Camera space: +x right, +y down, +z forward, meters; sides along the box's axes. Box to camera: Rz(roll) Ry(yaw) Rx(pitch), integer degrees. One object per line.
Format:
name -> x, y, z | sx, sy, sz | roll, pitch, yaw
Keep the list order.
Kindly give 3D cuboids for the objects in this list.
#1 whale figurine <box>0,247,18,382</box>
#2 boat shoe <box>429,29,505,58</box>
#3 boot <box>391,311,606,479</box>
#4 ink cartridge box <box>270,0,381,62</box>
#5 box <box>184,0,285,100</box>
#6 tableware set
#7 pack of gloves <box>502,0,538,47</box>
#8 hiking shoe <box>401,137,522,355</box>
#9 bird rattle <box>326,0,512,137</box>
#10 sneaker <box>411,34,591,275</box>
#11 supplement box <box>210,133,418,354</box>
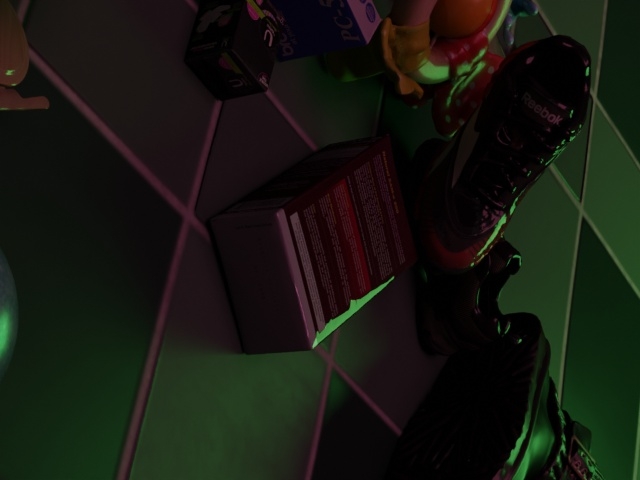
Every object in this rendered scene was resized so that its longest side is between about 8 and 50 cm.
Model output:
whale figurine -> -0.281, 0.005, 1.090 | 0.272, 0.141, 0.216 | 63, 34, -28
boat shoe -> 0.140, -0.238, 1.964 | 0.081, 0.068, 0.228 | -83, 150, -53
boot -> 0.205, 0.263, 1.890 | 0.348, 0.131, 0.260 | -53, 128, -52
ink cartridge box -> -0.032, -0.264, 1.642 | 0.207, 0.097, 0.046 | 63, 34, -31
box -> -0.074, -0.175, 1.592 | 0.062, 0.052, 0.083 | 48, 44, -42
tableware set -> -0.269, -0.141, 1.258 | 0.194, 0.039, 0.128 | -9, 79, -66
pack of gloves -> 0.240, -0.231, 2.097 | 0.232, 0.046, 0.195 | -70, 145, -69
hiking shoe -> 0.155, 0.002, 1.885 | 0.086, 0.114, 0.227 | -7, 89, -61
bird rattle -> 0.128, -0.206, 1.799 | 0.253, 0.143, 0.207 | 13, 115, -48
sneaker -> 0.179, -0.091, 1.764 | 0.097, 0.135, 0.276 | 34, 75, -3
supplement box -> 0.000, 0.000, 1.655 | 0.239, 0.073, 0.130 | -35, 115, -57
